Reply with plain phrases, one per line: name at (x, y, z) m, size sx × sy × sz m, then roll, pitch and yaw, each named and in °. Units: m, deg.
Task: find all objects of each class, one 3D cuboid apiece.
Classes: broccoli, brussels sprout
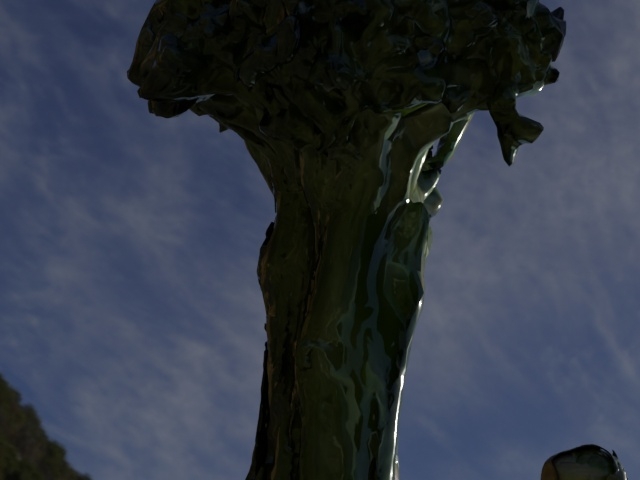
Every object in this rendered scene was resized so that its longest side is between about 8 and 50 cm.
broccoli at (-0.004, -0.007, 0.425) m, size 0.177 × 0.274 × 0.198 m, roll 6°, pitch 7°, yaw -14°
brussels sprout at (0.148, 0.152, 0.539) m, size 0.051 × 0.083 × 0.046 m, roll 22°, pitch -60°, yaw 23°
